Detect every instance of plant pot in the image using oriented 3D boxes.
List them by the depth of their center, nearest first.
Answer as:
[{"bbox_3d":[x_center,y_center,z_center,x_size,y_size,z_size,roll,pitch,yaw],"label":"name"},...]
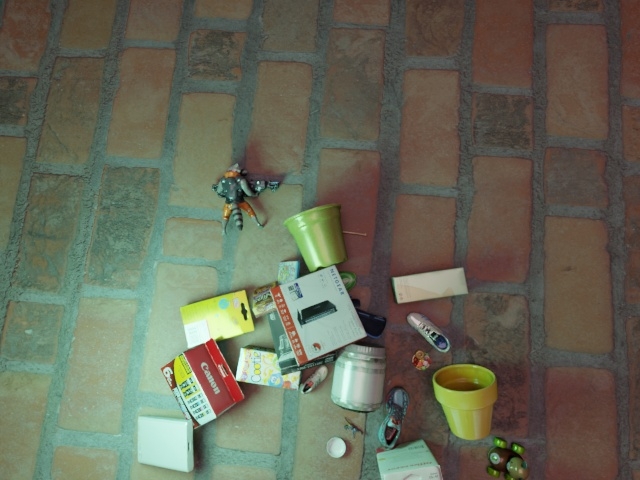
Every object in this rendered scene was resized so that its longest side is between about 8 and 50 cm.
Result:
[{"bbox_3d":[0.619,0.687,1.695,0.254,0.254,0.238,-9,97,2],"label":"plant pot"},{"bbox_3d":[0.000,0.000,1.809,0.277,0.276,0.253,-17,84,1],"label":"plant pot"}]

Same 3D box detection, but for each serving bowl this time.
[{"bbox_3d":[0.071,0.921,1.789,0.084,0.027,0.083,-1,81,3],"label":"serving bowl"}]

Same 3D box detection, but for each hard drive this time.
[{"bbox_3d":[-0.690,0.892,1.773,0.308,0.040,0.202,-8,81,27],"label":"hard drive"}]

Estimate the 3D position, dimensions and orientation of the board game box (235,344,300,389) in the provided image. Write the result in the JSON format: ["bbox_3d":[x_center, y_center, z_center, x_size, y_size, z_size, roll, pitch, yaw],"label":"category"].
[{"bbox_3d":[-0.219,0.566,1.801,0.276,0.144,0.141,7,82,4],"label":"board game box"}]

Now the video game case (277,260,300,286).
[{"bbox_3d":[-0.150,0.157,1.860,0.015,0.166,0.119,10,80,-35],"label":"video game case"}]

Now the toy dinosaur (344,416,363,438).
[{"bbox_3d":[0.151,0.841,1.792,0.082,0.047,0.090,7,71,-14],"label":"toy dinosaur"}]

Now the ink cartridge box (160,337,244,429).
[{"bbox_3d":[-0.521,0.626,1.759,0.272,0.130,0.309,-38,79,31],"label":"ink cartridge box"}]

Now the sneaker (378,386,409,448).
[{"bbox_3d":[0.331,0.776,1.745,0.104,0.125,0.261,14,83,5],"label":"sneaker"}]

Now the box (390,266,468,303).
[{"bbox_3d":[0.485,0.203,1.811,0.312,0.148,0.121,-9,82,4],"label":"box"}]

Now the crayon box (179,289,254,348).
[{"bbox_3d":[-0.475,0.368,1.878,0.319,0.081,0.202,-15,81,2],"label":"crayon box"}]

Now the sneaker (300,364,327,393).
[{"bbox_3d":[-0.027,0.636,1.813,0.161,0.075,0.057,-44,82,-3],"label":"sneaker"}]

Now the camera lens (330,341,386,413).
[{"bbox_3d":[0.167,0.585,1.735,0.220,0.219,0.273,8,82,5],"label":"camera lens"}]

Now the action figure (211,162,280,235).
[{"bbox_3d":[-0.360,-0.212,1.913,0.342,0.178,0.329,-11,91,4],"label":"action figure"}]

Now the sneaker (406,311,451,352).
[{"bbox_3d":[0.494,0.410,1.810,0.237,0.086,0.085,40,88,9],"label":"sneaker"}]

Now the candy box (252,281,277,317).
[{"bbox_3d":[-0.247,0.267,1.826,0.109,0.186,0.053,-19,113,0],"label":"candy box"}]

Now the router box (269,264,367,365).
[{"bbox_3d":[-0.014,0.308,1.678,0.302,0.082,0.335,-21,69,-11],"label":"router box"}]

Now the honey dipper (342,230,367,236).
[{"bbox_3d":[0.145,-0.037,1.927,0.161,0.030,0.030,7,82,0],"label":"honey dipper"}]

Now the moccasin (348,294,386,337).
[{"bbox_3d":[0.144,0.312,1.824,0.342,0.138,0.116,32,93,-11],"label":"moccasin"}]

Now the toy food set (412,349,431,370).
[{"bbox_3d":[0.461,0.547,1.823,0.083,0.020,0.083,28,84,7],"label":"toy food set"}]

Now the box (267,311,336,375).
[{"bbox_3d":[-0.091,0.409,1.762,0.243,0.076,0.307,-13,51,-9],"label":"box"}]

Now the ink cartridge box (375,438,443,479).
[{"bbox_3d":[0.354,0.938,1.628,0.227,0.306,0.131,-11,81,2],"label":"ink cartridge box"}]

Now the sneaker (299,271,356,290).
[{"bbox_3d":[0.018,0.199,1.850,0.296,0.123,0.109,-6,81,2],"label":"sneaker"}]

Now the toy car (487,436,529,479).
[{"bbox_3d":[0.797,0.938,1.660,0.149,0.188,0.154,16,83,6],"label":"toy car"}]
